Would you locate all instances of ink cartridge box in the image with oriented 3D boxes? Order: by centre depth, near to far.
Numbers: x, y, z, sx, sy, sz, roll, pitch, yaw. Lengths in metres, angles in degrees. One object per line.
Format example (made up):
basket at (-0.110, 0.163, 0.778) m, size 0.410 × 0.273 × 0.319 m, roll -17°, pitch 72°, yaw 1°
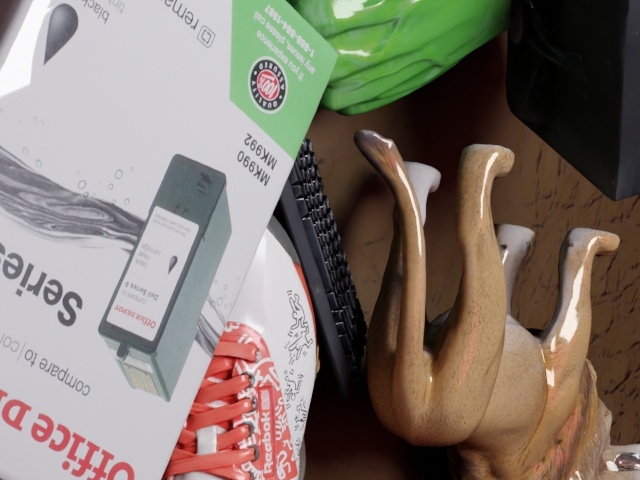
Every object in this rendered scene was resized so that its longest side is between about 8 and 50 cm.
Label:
ink cartridge box at (-0.136, -0.022, 0.870) m, size 0.211 × 0.121 × 0.289 m, roll 39°, pitch 67°, yaw -47°

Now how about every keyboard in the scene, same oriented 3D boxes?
keyboard at (0.000, 0.000, 1.082) m, size 0.108 × 0.023 × 0.180 m, roll -92°, pitch 168°, yaw -55°

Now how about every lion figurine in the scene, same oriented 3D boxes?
lion figurine at (0.105, 0.087, 1.168) m, size 0.392 × 0.142 × 0.240 m, roll 25°, pitch 75°, yaw -52°

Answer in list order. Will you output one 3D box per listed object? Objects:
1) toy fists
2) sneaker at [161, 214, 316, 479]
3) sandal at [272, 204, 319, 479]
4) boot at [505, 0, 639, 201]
toy fists at (0.024, -0.187, 1.013) m, size 0.142 × 0.096 × 0.279 m, roll -32°, pitch 146°, yaw -16°
sneaker at (-0.052, 0.120, 0.969) m, size 0.145 × 0.090 × 0.270 m, roll -78°, pitch 170°, yaw -68°
sandal at (-0.031, 0.059, 1.065) m, size 0.090 × 0.060 × 0.219 m, roll -11°, pitch 105°, yaw -50°
boot at (0.151, -0.297, 1.098) m, size 0.367 × 0.146 × 0.445 m, roll -101°, pitch 178°, yaw -53°
